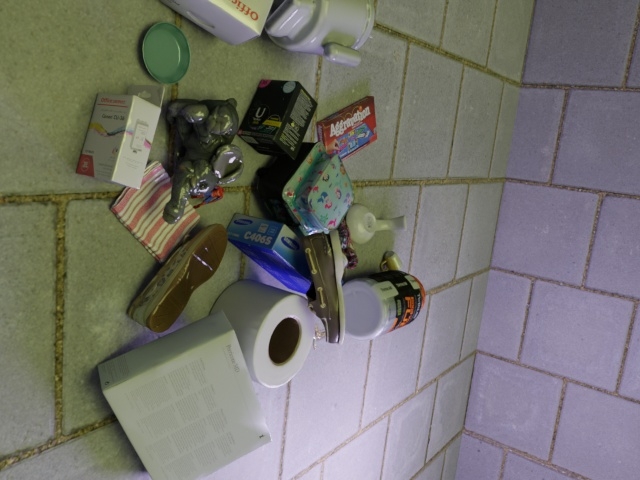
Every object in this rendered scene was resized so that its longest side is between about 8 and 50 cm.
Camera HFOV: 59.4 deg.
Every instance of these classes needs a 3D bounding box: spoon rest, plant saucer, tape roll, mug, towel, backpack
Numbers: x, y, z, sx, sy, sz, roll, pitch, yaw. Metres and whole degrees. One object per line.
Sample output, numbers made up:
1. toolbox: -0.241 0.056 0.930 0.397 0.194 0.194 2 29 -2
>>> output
1. spoon rest: 0.178 -0.055 1.907 0.276 0.084 0.137 0 85 -44
2. plant saucer: -0.315 -0.377 1.133 0.119 0.021 0.119 -24 121 -48
3. tape roll: -0.152 0.236 1.452 0.246 0.169 0.246 -26 122 -49
4. mug: 0.265 0.079 2.091 0.078 0.062 0.064 -55 133 -38
5. towel: -0.343 -0.057 1.200 0.144 0.029 0.197 -57 141 -25
6. backpack: -0.026 -0.119 1.505 0.225 0.191 0.253 -58 147 -26

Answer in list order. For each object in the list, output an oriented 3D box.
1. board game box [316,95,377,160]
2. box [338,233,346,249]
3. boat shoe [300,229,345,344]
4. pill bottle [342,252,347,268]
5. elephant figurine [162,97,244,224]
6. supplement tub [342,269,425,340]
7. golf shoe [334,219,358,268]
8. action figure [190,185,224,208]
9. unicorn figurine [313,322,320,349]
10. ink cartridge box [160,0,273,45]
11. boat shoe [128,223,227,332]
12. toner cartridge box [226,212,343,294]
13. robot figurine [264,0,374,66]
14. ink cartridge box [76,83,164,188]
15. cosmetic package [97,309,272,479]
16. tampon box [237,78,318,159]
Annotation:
1. board game box: 0.087 -0.333 1.719 0.281 0.027 0.145 -38 129 -42
2. box: 0.033 0.018 1.705 0.083 0.067 0.018 -68 153 -18
3. boat shoe: 0.009 0.127 1.415 0.116 0.097 0.324 -104 -172 -61
4. pill bottle: 0.017 0.093 1.722 0.137 0.078 0.078 -48 137 -35
5. elephant figurine: -0.252 -0.174 1.196 0.186 0.169 0.239 -4 111 -21
6. supplement tub: 0.217 0.213 1.937 0.338 0.207 0.207 -8 108 -54
7. golf shoe: 0.067 -0.002 1.788 0.086 0.067 0.186 -99 172 -66
8. action figure: -0.257 -0.104 1.299 0.115 0.030 0.038 -34 113 -58
9. unicorn figurine: -0.054 0.305 1.725 0.162 0.060 0.111 -54 142 -55
10. ink cartridge box: -0.179 -0.573 1.126 0.207 0.117 0.283 23 82 -36
11. boat shoe: -0.311 0.067 1.239 0.285 0.089 0.104 -55 147 -31
12. toner cartridge box: -0.087 0.053 1.485 0.348 0.165 0.075 46 63 -52
13. robot figurine: -0.002 -0.555 1.359 0.353 0.200 0.300 -16 80 -51
14. ink cartridge box: -0.368 -0.204 1.036 0.067 0.115 0.198 18 86 -55
15. cosmetic package: -0.290 0.376 1.271 0.284 0.097 0.377 -22 124 -16
16. tampon box: -0.104 -0.298 1.375 0.101 0.120 0.161 37 70 -54
